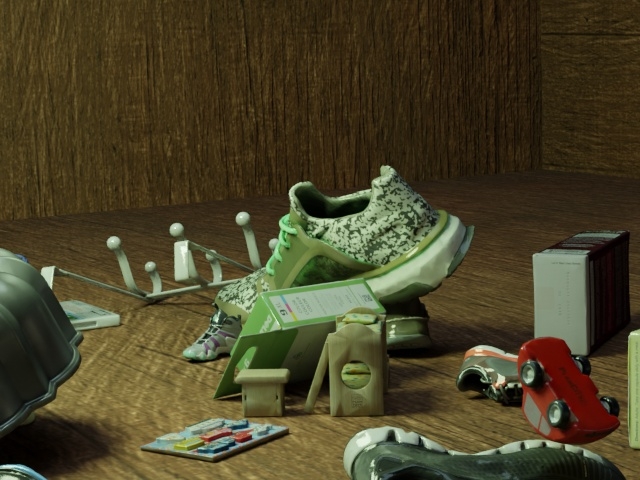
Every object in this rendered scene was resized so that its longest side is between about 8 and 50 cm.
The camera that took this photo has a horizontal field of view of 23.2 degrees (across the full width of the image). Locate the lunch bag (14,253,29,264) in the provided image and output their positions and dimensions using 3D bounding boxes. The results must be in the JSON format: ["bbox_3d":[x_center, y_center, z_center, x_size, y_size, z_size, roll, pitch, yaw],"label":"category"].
[{"bbox_3d":[-0.511,0.087,2.104,0.243,0.115,0.303,-4,12,2],"label":"lunch bag"}]

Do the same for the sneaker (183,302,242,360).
[{"bbox_3d":[-0.139,0.115,2.003,0.038,0.069,0.098,4,10,41],"label":"sneaker"}]

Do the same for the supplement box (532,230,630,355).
[{"bbox_3d":[0.345,0.064,2.041,0.073,0.130,0.239,1,8,25],"label":"supplement box"}]

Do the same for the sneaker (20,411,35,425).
[{"bbox_3d":[-0.383,0.161,1.669,0.152,0.084,0.058,-5,8,-20],"label":"sneaker"}]

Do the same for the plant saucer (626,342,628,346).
[{"bbox_3d":[0.432,0.127,1.987,0.083,0.015,0.083,-2,8,0],"label":"plant saucer"}]

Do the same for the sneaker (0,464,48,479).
[{"bbox_3d":[-0.302,0.229,1.295,0.188,0.067,0.078,1,29,5],"label":"sneaker"}]

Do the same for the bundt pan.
[{"bbox_3d":[-0.411,0.106,1.560,0.331,0.124,0.331,-14,24,6],"label":"bundt pan"}]

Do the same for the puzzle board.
[{"bbox_3d":[-0.107,0.200,1.595,0.096,0.011,0.128,4,9,35],"label":"puzzle board"}]

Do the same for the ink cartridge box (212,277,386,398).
[{"bbox_3d":[-0.036,0.112,1.820,0.209,0.109,0.062,-8,50,-36],"label":"ink cartridge box"}]

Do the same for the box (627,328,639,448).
[{"bbox_3d":[0.456,0.140,1.517,0.243,0.117,0.213,5,11,38],"label":"box"}]

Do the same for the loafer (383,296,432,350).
[{"bbox_3d":[0.091,0.090,2.063,0.094,0.087,0.251,-3,8,-7],"label":"loafer"}]

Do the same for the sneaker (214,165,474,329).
[{"bbox_3d":[0.000,0.000,2.043,0.410,0.182,0.158,-21,23,37],"label":"sneaker"}]

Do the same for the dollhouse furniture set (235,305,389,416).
[{"bbox_3d":[-0.005,0.127,1.765,0.161,0.101,0.182,-1,8,5],"label":"dollhouse furniture set"}]

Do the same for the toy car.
[{"bbox_3d":[0.216,0.200,1.189,0.239,0.053,0.225,36,39,8],"label":"toy car"}]

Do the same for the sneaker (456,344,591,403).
[{"bbox_3d":[0.220,0.160,1.715,0.158,0.061,0.065,3,36,35],"label":"sneaker"}]

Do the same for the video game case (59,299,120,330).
[{"bbox_3d":[-0.388,0.113,2.266,0.143,0.019,0.157,-7,10,-32],"label":"video game case"}]

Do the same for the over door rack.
[{"bbox_3d":[-0.222,0.027,2.254,0.240,0.108,0.324,-11,-5,23],"label":"over door rack"}]

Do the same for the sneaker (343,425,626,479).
[{"bbox_3d":[0.133,0.210,1.253,0.234,0.078,0.106,7,24,-1],"label":"sneaker"}]
